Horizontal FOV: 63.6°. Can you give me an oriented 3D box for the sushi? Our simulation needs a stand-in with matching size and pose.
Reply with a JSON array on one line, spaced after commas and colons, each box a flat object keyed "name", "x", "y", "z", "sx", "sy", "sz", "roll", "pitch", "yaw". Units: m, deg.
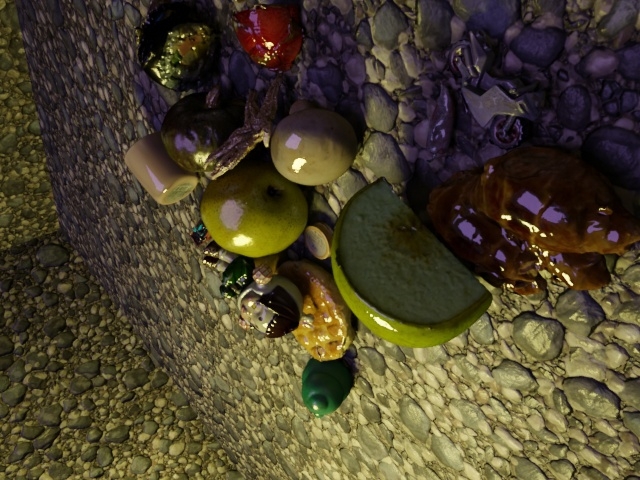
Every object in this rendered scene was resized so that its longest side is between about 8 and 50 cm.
[{"name": "sushi", "x": -0.420, "y": -0.554, "z": 1.449, "sx": 0.238, "sy": 0.225, "sz": 0.218, "roll": -44, "pitch": 65, "yaw": 20}]

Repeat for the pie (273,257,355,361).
[{"name": "pie", "x": -0.023, "y": 0.206, "z": 1.560, "sx": 0.340, "sy": 0.083, "sz": 0.339, "roll": 28, "pitch": 132, "yaw": 37}]

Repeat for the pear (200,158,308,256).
[{"name": "pear", "x": -0.175, "y": -0.086, "z": 1.396, "sx": 0.294, "sy": 0.294, "sz": 0.294, "roll": 29, "pitch": 133, "yaw": 37}]

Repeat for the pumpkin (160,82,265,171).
[{"name": "pumpkin", "x": -0.334, "y": -0.322, "z": 1.483, "sx": 0.325, "sy": 0.232, "sz": 0.241, "roll": 22, "pitch": 126, "yaw": 37}]

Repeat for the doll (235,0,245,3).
[{"name": "doll", "x": -0.240, "y": -0.677, "z": 1.155, "sx": 0.370, "sy": 0.226, "sz": 0.214, "roll": 36, "pitch": 107, "yaw": 17}]

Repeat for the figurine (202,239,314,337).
[{"name": "figurine", "x": -0.190, "y": 0.142, "z": 1.491, "sx": 0.370, "sy": 0.167, "sz": 0.281, "roll": 38, "pitch": 137, "yaw": 16}]

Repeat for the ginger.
[{"name": "ginger", "x": 0.357, "y": -0.023, "z": 0.891, "sx": 0.358, "sy": 0.153, "sz": 0.274, "roll": -20, "pitch": 96, "yaw": 56}]

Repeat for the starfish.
[{"name": "starfish", "x": -0.175, "y": -0.285, "z": 1.299, "sx": 0.060, "sy": 0.302, "sz": 0.299, "roll": 34, "pitch": 153, "yaw": -31}]

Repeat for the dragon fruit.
[{"name": "dragon fruit", "x": -0.118, "y": -0.470, "z": 1.211, "sx": 0.121, "sy": 0.127, "sz": 0.160, "roll": 20, "pitch": 129, "yaw": 55}]

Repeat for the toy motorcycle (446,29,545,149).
[{"name": "toy motorcycle", "x": 0.296, "y": -0.262, "z": 0.873, "sx": 0.215, "sy": 0.080, "sz": 0.122, "roll": 62, "pitch": 144, "yaw": 8}]

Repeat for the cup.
[{"name": "cup", "x": -0.554, "y": -0.243, "z": 1.857, "sx": 0.200, "sy": 0.192, "sz": 0.253, "roll": 52, "pitch": 173, "yaw": 8}]

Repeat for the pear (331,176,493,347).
[{"name": "pear", "x": 0.163, "y": 0.089, "z": 1.096, "sx": 0.342, "sy": 0.239, "sz": 0.318, "roll": 51, "pitch": 174, "yaw": 23}]

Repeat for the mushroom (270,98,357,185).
[{"name": "mushroom", "x": -0.015, "y": -0.226, "z": 1.214, "sx": 0.207, "sy": 0.209, "sz": 0.206, "roll": 2, "pitch": 118, "yaw": 4}]

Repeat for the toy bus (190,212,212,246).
[{"name": "toy bus", "x": -0.390, "y": -0.057, "z": 1.828, "sx": 0.073, "sy": 0.096, "sz": 0.235, "roll": 57, "pitch": 143, "yaw": 5}]

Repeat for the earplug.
[{"name": "earplug", "x": -0.006, "y": 0.482, "z": 1.655, "sx": 0.164, "sy": 0.280, "sz": 0.257, "roll": 37, "pitch": 104, "yaw": 1}]

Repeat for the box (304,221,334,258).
[{"name": "box", "x": 0.000, "y": 0.000, "z": 1.440, "sx": 0.106, "sy": 0.037, "sz": 0.105, "roll": 30, "pitch": 134, "yaw": 36}]

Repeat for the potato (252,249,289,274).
[{"name": "potato", "x": -0.210, "y": 0.056, "z": 1.640, "sx": 0.178, "sy": 0.158, "sz": 0.203, "roll": 27, "pitch": 127, "yaw": 37}]

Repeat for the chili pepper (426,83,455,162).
[{"name": "chili pepper", "x": 0.235, "y": -0.224, "z": 1.004, "sx": 0.050, "sy": 0.041, "sz": 0.153, "roll": 15, "pitch": 109, "yaw": 21}]
